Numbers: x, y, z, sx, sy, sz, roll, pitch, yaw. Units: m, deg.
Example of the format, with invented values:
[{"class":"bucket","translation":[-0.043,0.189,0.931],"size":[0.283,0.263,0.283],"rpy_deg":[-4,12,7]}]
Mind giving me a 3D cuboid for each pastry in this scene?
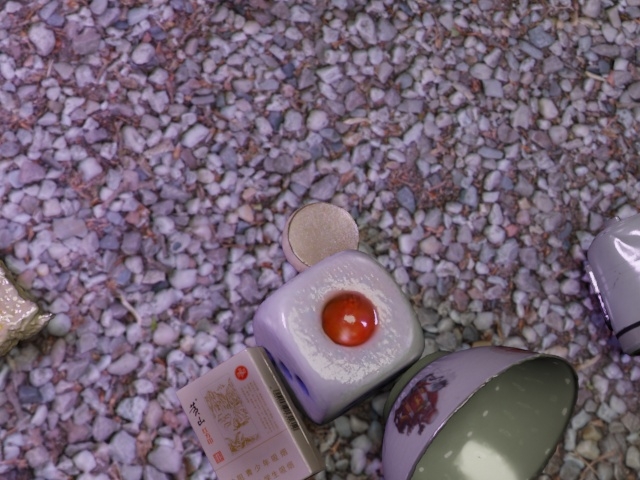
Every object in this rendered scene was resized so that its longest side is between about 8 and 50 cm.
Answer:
[{"class":"pastry","translation":[-0.507,0.056,1.557],"size":[0.121,0.089,0.258],"rpy_deg":[-40,81,-19]}]

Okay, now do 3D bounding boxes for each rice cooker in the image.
[{"class":"rice cooker","translation":[0.541,0.071,1.687],"size":[0.226,0.226,0.244],"rpy_deg":[-16,73,-16]}]

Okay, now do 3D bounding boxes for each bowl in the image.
[{"class":"bowl","translation":[0.191,0.258,1.537],"size":[0.337,0.337,0.157],"rpy_deg":[-34,49,-20]}]

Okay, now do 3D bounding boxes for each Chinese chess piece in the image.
[{"class":"Chinese chess piece","translation":[0.000,0.000,1.694],"size":[0.122,0.051,0.122],"rpy_deg":[4,70,-11]}]

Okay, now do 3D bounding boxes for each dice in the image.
[{"class":"dice","translation":[0.025,0.139,1.572],"size":[0.194,0.192,0.193],"rpy_deg":[-33,80,-18]}]

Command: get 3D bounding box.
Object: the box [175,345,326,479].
[{"class":"box","translation":[-0.100,0.268,1.538],"size":[0.141,0.058,0.201],"rpy_deg":[-34,77,17]}]
